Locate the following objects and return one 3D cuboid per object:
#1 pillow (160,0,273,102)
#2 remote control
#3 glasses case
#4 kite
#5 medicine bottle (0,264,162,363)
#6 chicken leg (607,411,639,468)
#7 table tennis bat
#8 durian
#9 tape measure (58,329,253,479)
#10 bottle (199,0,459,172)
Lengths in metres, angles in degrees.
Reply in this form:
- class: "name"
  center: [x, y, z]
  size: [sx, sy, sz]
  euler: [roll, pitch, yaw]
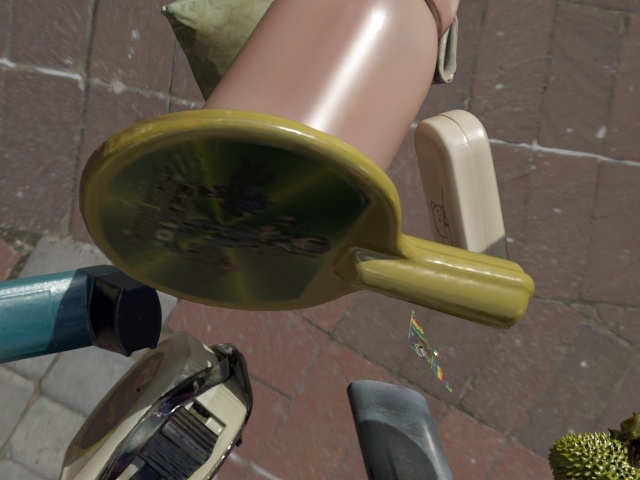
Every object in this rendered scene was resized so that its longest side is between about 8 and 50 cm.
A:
- class: "pillow"
  center: [-0.077, -0.207, 1.296]
  size: [0.185, 0.075, 0.302]
  euler: [-20, 104, 7]
- class: "remote control"
  center: [0.104, 0.281, 0.994]
  size: [0.107, 0.377, 0.044]
  euler: [11, 117, -15]
- class: "glasses case"
  center: [0.133, -0.021, 0.873]
  size: [0.050, 0.083, 0.196]
  euler: [-19, 109, -14]
- class: "kite"
  center: [0.134, 0.136, 1.211]
  size: [0.004, 0.122, 0.090]
  euler: [-35, 144, 20]
- class: "medicine bottle"
  center: [-0.295, 0.079, 0.932]
  size: [0.258, 0.124, 0.079]
  euler: [-8, 108, -25]
- class: "chicken leg"
  center: [0.347, 0.153, 0.740]
  size: [0.228, 0.103, 0.088]
  euler: [-16, 55, 13]
- class: "table tennis bat"
  center: [0.000, 0.000, 0.632]
  size: [0.321, 0.198, 0.050]
  euler: [17, 52, -19]
- class: "durian"
  center: [0.443, 0.385, 1.520]
  size: [0.146, 0.198, 0.159]
  euler: [-1, 132, -27]
- class: "tape measure"
  center: [-0.167, 0.217, 1.023]
  size: [0.133, 0.271, 0.231]
  euler: [44, 91, -12]
- class: "bottle"
  center: [0.023, -0.148, 0.887]
  size: [0.206, 0.173, 0.297]
  euler: [45, 64, -39]
